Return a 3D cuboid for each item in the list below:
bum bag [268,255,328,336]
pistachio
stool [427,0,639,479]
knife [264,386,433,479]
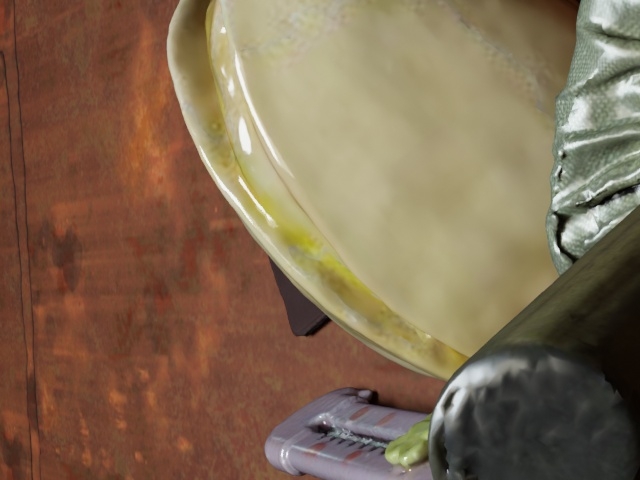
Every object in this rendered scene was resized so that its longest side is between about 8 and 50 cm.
[{"bbox_3d":[0.000,0.000,0.972,0.159,0.026,0.109,-45,57,50],"label":"bum bag"},{"bbox_3d":[0.063,-0.050,0.678,0.321,0.238,0.229,47,134,2],"label":"pistachio"},{"bbox_3d":[0.209,-0.050,0.345,0.310,0.226,0.310,17,110,18],"label":"stool"},{"bbox_3d":[0.039,0.127,0.785,0.038,0.132,0.398,61,163,-5],"label":"knife"}]
